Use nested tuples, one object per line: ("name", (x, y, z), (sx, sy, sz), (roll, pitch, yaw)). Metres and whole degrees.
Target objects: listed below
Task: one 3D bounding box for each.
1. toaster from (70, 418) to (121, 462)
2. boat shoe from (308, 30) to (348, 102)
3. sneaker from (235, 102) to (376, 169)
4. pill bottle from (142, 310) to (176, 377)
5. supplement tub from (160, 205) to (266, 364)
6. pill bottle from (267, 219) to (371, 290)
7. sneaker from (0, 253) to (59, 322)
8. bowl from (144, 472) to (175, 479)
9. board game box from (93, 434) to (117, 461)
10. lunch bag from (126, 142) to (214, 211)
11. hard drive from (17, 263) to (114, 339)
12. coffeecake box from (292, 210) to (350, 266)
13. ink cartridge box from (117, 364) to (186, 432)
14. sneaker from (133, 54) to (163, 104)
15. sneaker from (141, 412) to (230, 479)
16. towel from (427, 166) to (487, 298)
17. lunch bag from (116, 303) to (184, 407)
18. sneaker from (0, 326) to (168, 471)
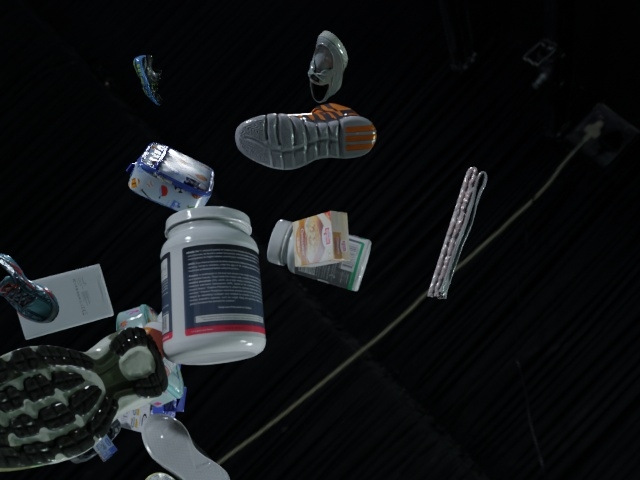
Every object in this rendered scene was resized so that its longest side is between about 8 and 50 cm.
("toaster", (-0.873, 0.744, 1.956), (0.129, 0.227, 0.146), (49, -46, -3))
("boat shoe", (0.011, -0.407, 1.260), (0.079, 0.081, 0.227), (35, -13, 9))
("sneaker", (-0.040, -0.251, 1.228), (0.180, 0.321, 0.124), (-111, -158, -63))
("pill bottle", (-0.411, 0.280, 1.285), (0.121, 0.216, 0.121), (17, -38, 14))
("supplement tub", (-0.209, 0.091, 1.004), (0.191, 0.191, 0.272), (48, 33, -67))
("pill bottle", (-0.004, 0.048, 1.971), (0.361, 0.204, 0.204), (16, -6, 8))
("sneaker", (-0.858, 0.143, 1.454), (0.262, 0.104, 0.125), (40, -6, -2))
("bowl", (-0.364, 0.601, 1.124), (0.170, 0.080, 0.170), (57, 13, -22))
("board game box", (-0.597, 0.550, 1.416), (0.090, 0.090, 0.020), (51, 42, 8))
("lunch bag", (-0.453, -0.193, 1.590), (0.243, 0.115, 0.303), (27, 16, -17))
("hard drive", (-0.953, 0.225, 1.932), (0.040, 0.307, 0.203), (-176, -108, -77))
("coffeecake box", (0.000, 0.000, 1.558), (0.068, 0.142, 0.185), (3, -11, -39))
("ink cartridge box", (-0.727, 0.621, 2.113), (0.395, 0.270, 0.151), (0, -10, 30))
("sneaker", (-0.567, -0.540, 1.763), (0.067, 0.078, 0.188), (43, -25, 33))
("sneaker", (-0.344, 0.570, 1.329), (0.296, 0.104, 0.147), (31, -37, 24))
("towel", (0.351, -0.006, 1.352), (0.053, 0.332, 0.317), (19, 1, 13))
("lunch bag", (-0.498, 0.336, 1.540), (0.224, 0.108, 0.279), (68, -2, -53))
("sneaker", (-0.388, 0.248, 0.758), (0.158, 0.182, 0.410), (60, 10, 10))
